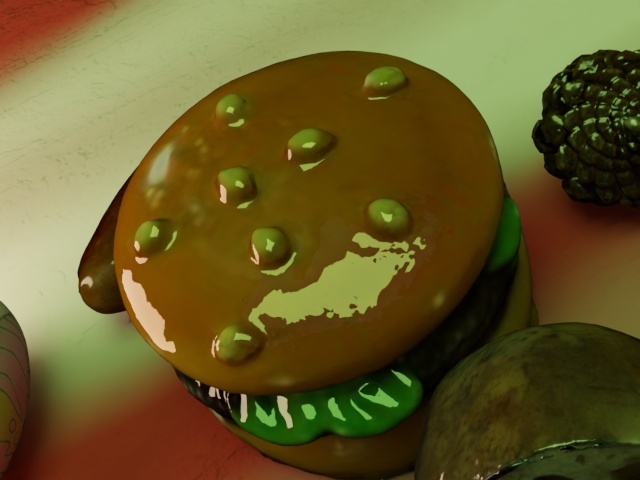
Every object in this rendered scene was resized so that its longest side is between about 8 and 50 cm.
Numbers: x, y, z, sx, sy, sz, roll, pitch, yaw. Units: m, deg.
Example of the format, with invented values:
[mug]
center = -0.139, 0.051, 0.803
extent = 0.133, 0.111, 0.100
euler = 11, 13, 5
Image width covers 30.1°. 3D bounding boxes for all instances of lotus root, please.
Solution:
[lotus root]
center = 0.196, 0.166, 0.938
extent = 0.272, 0.272, 0.192
euler = -14, 41, 15

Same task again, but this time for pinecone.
[pinecone]
center = 0.284, -0.114, 1.165
extent = 0.174, 0.173, 0.173
euler = -13, 51, 16

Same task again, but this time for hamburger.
[hamburger]
center = 0.000, 0.000, 1.124
extent = 0.396, 0.277, 0.395
euler = -12, 51, 15

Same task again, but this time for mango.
[mango]
center = -0.172, -0.027, 1.332
extent = 0.133, 0.111, 0.267
euler = 5, 58, 47

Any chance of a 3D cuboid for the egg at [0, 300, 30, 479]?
[egg]
center = -0.398, 0.167, 1.237
extent = 0.196, 0.196, 0.271
euler = -24, 49, 6
